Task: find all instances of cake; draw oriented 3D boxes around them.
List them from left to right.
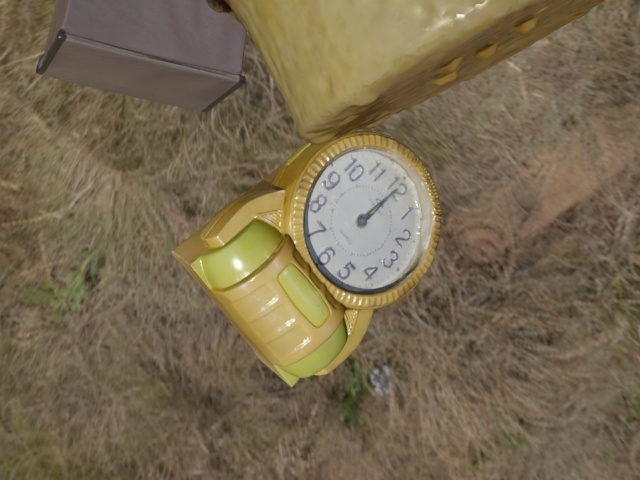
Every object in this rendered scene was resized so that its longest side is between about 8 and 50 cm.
[{"bbox_3d":[0.055,-0.276,0.798,0.332,0.332,0.321,-29,88,2],"label":"cake"}]

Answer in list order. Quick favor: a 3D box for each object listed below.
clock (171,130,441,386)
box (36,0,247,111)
[{"bbox_3d":[0.000,0.000,1.357,0.317,0.200,0.244,-44,114,-16],"label":"clock"},{"bbox_3d":[-0.237,-0.289,1.438,0.252,0.188,0.153,11,79,-23],"label":"box"}]
